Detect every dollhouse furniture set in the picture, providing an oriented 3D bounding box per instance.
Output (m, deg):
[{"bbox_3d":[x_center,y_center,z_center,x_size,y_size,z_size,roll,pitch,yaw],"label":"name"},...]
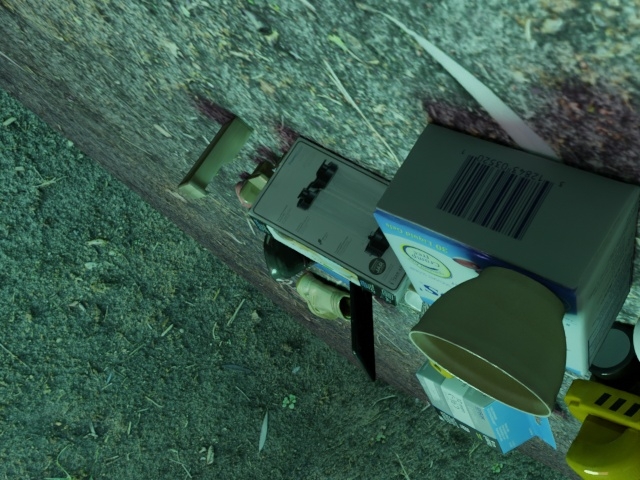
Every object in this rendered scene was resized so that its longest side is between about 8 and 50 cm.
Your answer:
[{"bbox_3d":[-0.129,-0.099,1.259,0.242,0.161,0.212,38,166,-19],"label":"dollhouse furniture set"}]

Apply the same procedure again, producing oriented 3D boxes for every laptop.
[{"bbox_3d":[0.005,0.149,1.702,0.237,0.407,0.382,-5,157,10],"label":"laptop"}]

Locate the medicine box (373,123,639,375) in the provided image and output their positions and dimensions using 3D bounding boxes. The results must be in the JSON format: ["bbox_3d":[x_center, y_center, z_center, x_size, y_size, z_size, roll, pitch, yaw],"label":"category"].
[{"bbox_3d":[0.247,0.018,0.829,0.264,0.149,0.289,25,163,33],"label":"medicine box"}]

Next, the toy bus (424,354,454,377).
[{"bbox_3d":[0.306,0.260,1.570,0.202,0.104,0.191,49,168,-6],"label":"toy bus"}]

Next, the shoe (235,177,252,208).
[{"bbox_3d":[-0.132,-0.084,1.550,0.178,0.063,0.081,44,165,-20],"label":"shoe"}]

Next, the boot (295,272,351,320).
[{"bbox_3d":[0.053,0.217,2.124,0.204,0.095,0.262,21,158,38],"label":"boot"}]

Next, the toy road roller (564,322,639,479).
[{"bbox_3d":[0.526,0.294,0.954,0.202,0.240,0.330,41,165,-29],"label":"toy road roller"}]

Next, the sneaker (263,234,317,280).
[{"bbox_3d":[0.000,0.000,1.296,0.163,0.106,0.281,-13,-172,20],"label":"sneaker"}]

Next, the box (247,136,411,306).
[{"bbox_3d":[0.044,-0.035,1.080,0.290,0.169,0.087,28,168,15],"label":"box"}]

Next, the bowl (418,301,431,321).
[{"bbox_3d":[0.259,0.099,1.178,0.170,0.080,0.170,-10,-177,0],"label":"bowl"}]

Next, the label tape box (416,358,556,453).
[{"bbox_3d":[0.464,0.475,1.792,0.348,0.115,0.249,23,151,47],"label":"label tape box"}]

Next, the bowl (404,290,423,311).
[{"bbox_3d":[0.264,0.139,1.427,0.142,0.053,0.142,30,166,13],"label":"bowl"}]

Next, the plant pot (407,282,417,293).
[{"bbox_3d":[0.158,0.023,1.163,0.109,0.096,0.109,25,165,33],"label":"plant pot"}]

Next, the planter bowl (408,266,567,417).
[{"bbox_3d":[0.191,0.096,0.676,0.162,0.109,0.162,31,165,9],"label":"planter bowl"}]

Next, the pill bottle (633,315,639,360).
[{"bbox_3d":[0.456,0.106,0.677,0.136,0.136,0.245,34,167,-2],"label":"pill bottle"}]
